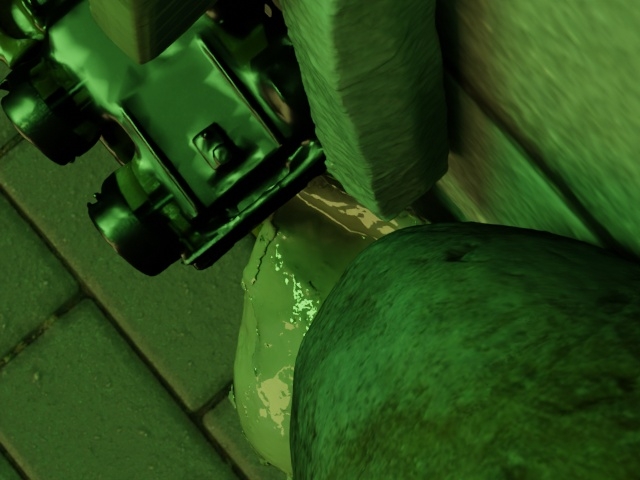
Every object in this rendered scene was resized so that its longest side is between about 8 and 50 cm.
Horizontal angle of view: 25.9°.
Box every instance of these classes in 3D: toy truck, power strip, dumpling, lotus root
[{"bbox_3d":[-0.093,-0.116,0.622,0.257,0.127,0.127,50,-169,-1],"label":"toy truck"},{"bbox_3d":[-0.037,-0.097,0.429,0.029,0.080,0.227,47,177,-6],"label":"power strip"},{"bbox_3d":[0.045,0.066,0.739,0.172,0.142,0.247,13,135,18],"label":"dumpling"},{"bbox_3d":[0.067,0.063,0.455,0.158,0.140,0.322,25,-168,-21],"label":"lotus root"}]

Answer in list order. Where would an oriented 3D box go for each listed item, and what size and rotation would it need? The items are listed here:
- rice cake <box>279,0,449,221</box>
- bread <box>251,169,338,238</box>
[{"bbox_3d":[0.018,-0.055,0.462,0.042,0.045,0.245,48,176,13],"label":"rice cake"},{"bbox_3d":[0.000,0.000,1.007,0.236,0.070,0.236,51,176,5],"label":"bread"}]
